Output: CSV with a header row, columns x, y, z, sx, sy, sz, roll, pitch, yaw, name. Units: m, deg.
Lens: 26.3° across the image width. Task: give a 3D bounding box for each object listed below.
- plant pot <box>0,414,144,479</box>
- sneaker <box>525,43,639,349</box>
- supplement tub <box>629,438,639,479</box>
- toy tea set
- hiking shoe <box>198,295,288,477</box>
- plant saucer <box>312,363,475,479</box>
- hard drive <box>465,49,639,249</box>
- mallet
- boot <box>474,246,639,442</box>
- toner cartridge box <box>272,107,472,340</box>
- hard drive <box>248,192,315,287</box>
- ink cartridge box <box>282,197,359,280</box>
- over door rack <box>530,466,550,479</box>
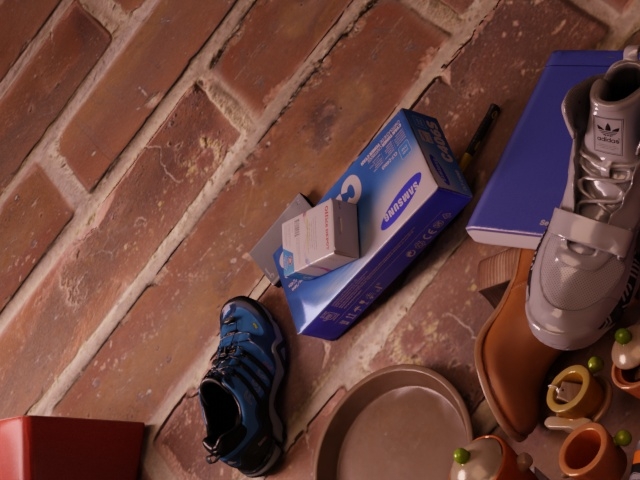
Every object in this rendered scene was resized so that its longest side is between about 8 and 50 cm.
x,y,z,sx,sy,sz,roll,pitch,yaw,name
-0.465,0.425,2.241,0.267,0.267,0.236,-14,73,36,plant pot
0.334,-0.059,1.657,0.137,0.210,0.366,17,65,27,sneaker
0.433,0.335,1.530,0.193,0.193,0.316,1,69,41,supplement tub
0.285,0.229,1.662,0.336,0.124,0.200,-54,25,-5,toy tea set
-0.125,0.210,2.120,0.113,0.132,0.304,-28,53,28,hiking shoe
0.108,0.312,1.933,0.277,0.041,0.278,-19,58,34,plant saucer
0.353,-0.128,1.881,0.210,0.040,0.319,7,60,41,hard drive
0.213,-0.126,2.043,0.039,0.062,0.190,18,81,46,mallet
0.324,0.115,1.812,0.220,0.109,0.284,-18,50,29,boot
0.069,-0.019,2.050,0.348,0.075,0.165,-48,46,31,toner cartridge box
-0.051,0.000,2.238,0.135,0.022,0.094,-50,46,10,hard drive
0.000,0.000,2.027,0.122,0.052,0.089,-26,59,47,ink cartridge box
0.243,0.477,1.700,0.239,0.108,0.324,-39,34,20,over door rack
